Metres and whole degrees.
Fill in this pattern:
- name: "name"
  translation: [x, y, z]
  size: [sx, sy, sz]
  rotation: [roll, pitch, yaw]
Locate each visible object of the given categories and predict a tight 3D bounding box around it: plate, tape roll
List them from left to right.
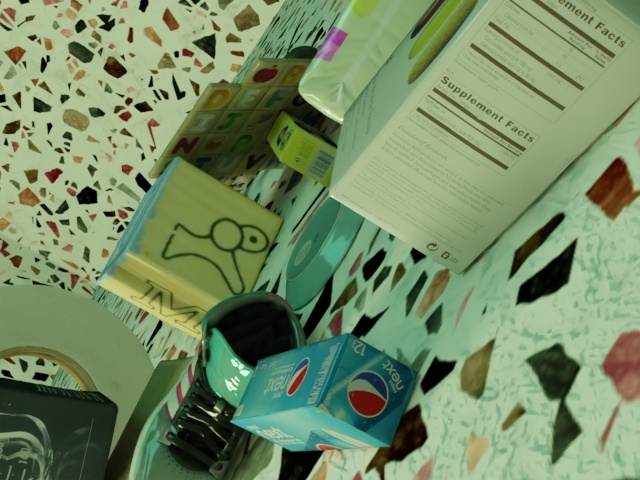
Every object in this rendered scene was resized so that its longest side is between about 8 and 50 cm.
- name: "tape roll"
  translation: [-0.413, 0.255, 1.325]
  size: [0.072, 0.392, 0.392]
  rotation: [-28, 34, 62]
- name: "plate"
  translation: [0.000, 0.000, 1.175]
  size: [0.188, 0.024, 0.188]
  rotation: [-53, 17, 23]

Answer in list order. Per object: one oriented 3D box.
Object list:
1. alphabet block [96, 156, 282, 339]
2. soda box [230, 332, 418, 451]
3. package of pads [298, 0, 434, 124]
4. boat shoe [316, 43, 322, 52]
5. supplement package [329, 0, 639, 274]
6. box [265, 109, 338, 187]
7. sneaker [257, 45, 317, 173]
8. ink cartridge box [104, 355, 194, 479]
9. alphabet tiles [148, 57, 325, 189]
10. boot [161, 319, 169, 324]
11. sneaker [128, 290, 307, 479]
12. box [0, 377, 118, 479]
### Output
- name: "alphabet block"
  translation: [-0.207, 0.017, 1.489]
  size: [0.193, 0.197, 0.192]
  rotation: [-32, 30, 60]
- name: "soda box"
  translation: [-0.003, 0.137, 0.814]
  size: [0.210, 0.071, 0.067]
  rotation: [-28, 35, 64]
- name: "package of pads"
  translation: [0.109, -0.249, 1.026]
  size: [0.296, 0.101, 0.229]
  rotation: [-56, -9, 8]
- name: "boat shoe"
  translation: [0.073, -0.254, 1.349]
  size: [0.080, 0.073, 0.223]
  rotation: [-26, 22, -24]
- name: "supplement package"
  translation: [0.133, -0.119, 0.743]
  size: [0.244, 0.134, 0.139]
  rotation: [-50, 17, 32]
- name: "box"
  translation: [-0.025, -0.143, 1.427]
  size: [0.058, 0.087, 0.232]
  rotation: [-59, 15, 8]
- name: "sneaker"
  translation: [-0.086, -0.235, 1.790]
  size: [0.286, 0.109, 0.130]
  rotation: [-56, 21, 18]
- name: "ink cartridge box"
  translation: [-0.198, 0.267, 1.173]
  size: [0.235, 0.088, 0.193]
  rotation: [-64, 16, -16]
- name: "alphabet tiles"
  translation: [-0.115, -0.180, 1.547]
  size: [0.342, 0.285, 0.011]
  rotation: [-47, 62, 40]
- name: "boot"
  translation: [-0.247, 0.076, 1.750]
  size: [0.213, 0.077, 0.165]
  rotation: [-60, 14, -25]
- name: "sneaker"
  translation: [-0.103, 0.171, 1.003]
  size: [0.295, 0.124, 0.178]
  rotation: [-65, 6, -26]
- name: "box"
  translation: [-0.434, 0.326, 1.100]
  size: [0.179, 0.312, 0.343]
  rotation: [171, 110, -70]
